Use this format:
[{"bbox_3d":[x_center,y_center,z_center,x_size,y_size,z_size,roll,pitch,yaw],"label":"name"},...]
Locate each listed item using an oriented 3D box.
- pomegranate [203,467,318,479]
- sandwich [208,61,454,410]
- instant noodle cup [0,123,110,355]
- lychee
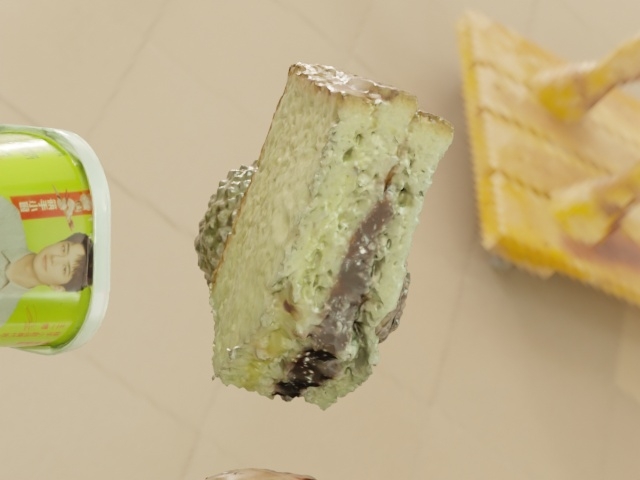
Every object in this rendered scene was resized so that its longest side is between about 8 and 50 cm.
[{"bbox_3d":[-0.047,0.388,1.905,0.322,0.322,0.322,25,41,-24],"label":"pomegranate"},{"bbox_3d":[-0.001,0.000,1.698,0.131,0.325,0.262,18,6,-16],"label":"sandwich"},{"bbox_3d":[-0.432,0.006,1.976,0.308,0.294,0.294,-5,59,-45],"label":"instant noodle cup"},{"bbox_3d":[-0.017,0.022,2.114,0.274,0.255,0.255,8,50,-26],"label":"lychee"}]
